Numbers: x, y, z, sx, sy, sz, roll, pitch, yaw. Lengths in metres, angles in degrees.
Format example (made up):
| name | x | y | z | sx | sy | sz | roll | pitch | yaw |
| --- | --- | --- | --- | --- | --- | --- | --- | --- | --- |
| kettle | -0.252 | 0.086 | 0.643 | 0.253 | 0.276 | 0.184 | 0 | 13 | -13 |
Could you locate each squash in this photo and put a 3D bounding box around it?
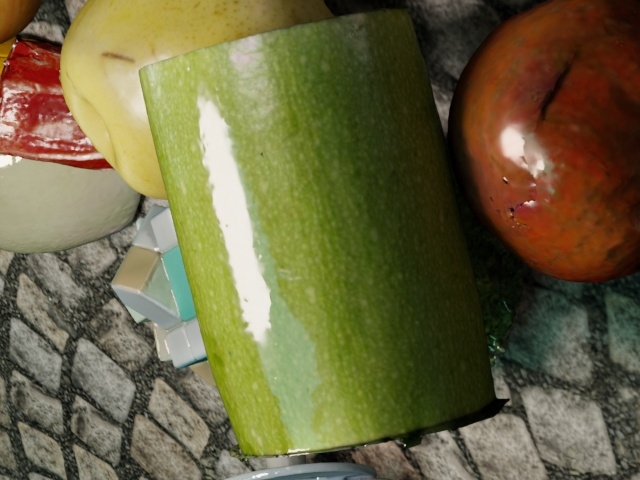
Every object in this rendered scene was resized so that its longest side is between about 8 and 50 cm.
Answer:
| name | x | y | z | sx | sy | sz | roll | pitch | yaw |
| --- | --- | --- | --- | --- | --- | --- | --- | --- | --- |
| squash | 0.000 | 0.000 | 1.539 | 0.263 | 0.263 | 0.384 | -10 | 94 | 49 |

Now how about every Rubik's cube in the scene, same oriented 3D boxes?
| name | x | y | z | sx | sy | sz | roll | pitch | yaw |
| --- | --- | --- | --- | --- | --- | --- | --- | --- | --- |
| Rubik's cube | -0.126 | 0.057 | 2.022 | 0.213 | 0.265 | 0.224 | -25 | 79 | 59 |

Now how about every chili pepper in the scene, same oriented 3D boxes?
| name | x | y | z | sx | sy | sz | roll | pitch | yaw |
| --- | --- | --- | --- | --- | --- | --- | --- | --- | --- |
| chili pepper | -0.272 | -0.150 | 2.084 | 0.253 | 0.144 | 0.136 | 13 | 142 | 5 |

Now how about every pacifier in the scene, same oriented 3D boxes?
| name | x | y | z | sx | sy | sz | roll | pitch | yaw |
| --- | --- | --- | --- | --- | --- | --- | --- | --- | --- |
| pacifier | -0.031 | 0.281 | 2.185 | 0.299 | 0.244 | 0.233 | 102 | 157 | -70 |

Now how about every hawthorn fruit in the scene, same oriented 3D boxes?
| name | x | y | z | sx | sy | sz | roll | pitch | yaw |
| --- | --- | --- | --- | --- | --- | --- | --- | --- | --- |
| hawthorn fruit | 0.231 | -0.103 | 1.561 | 0.307 | 0.276 | 0.276 | 18 | 132 | 64 |

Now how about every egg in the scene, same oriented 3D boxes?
| name | x | y | z | sx | sy | sz | roll | pitch | yaw |
| --- | --- | --- | --- | --- | --- | --- | --- | --- | --- |
| egg | -0.416 | -0.102 | 2.259 | 0.337 | 0.201 | 0.337 | 29 | 137 | 30 |

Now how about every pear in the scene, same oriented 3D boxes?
| name | x | y | z | sx | sy | sz | roll | pitch | yaw |
| --- | --- | --- | --- | --- | --- | --- | --- | --- | --- |
| pear | -0.120 | -0.182 | 1.803 | 0.309 | 0.309 | 0.309 | 26 | 134 | 31 |

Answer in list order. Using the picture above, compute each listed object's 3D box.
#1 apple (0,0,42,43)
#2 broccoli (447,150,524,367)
| name | x | y | z | sx | sy | sz | roll | pitch | yaw |
| --- | --- | --- | --- | --- | --- | --- | --- | --- | --- |
| apple | -0.449 | -0.358 | 2.062 | 0.242 | 0.242 | 0.241 | 30 | 130 | 28 |
| broccoli | 0.050 | 0.041 | 1.829 | 0.375 | 0.302 | 0.249 | 108 | 149 | -53 |
